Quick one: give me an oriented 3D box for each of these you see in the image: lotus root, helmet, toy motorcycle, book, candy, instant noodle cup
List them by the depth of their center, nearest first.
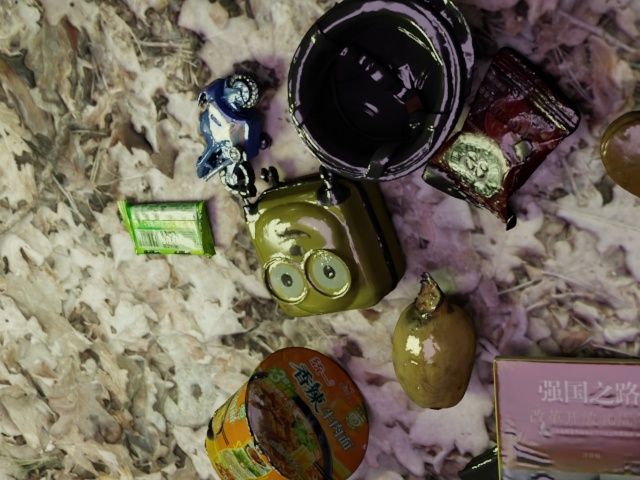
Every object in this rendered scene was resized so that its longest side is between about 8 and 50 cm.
[{"bbox_3d":[0.094,-0.217,1.586,0.230,0.160,0.278,37,111,8],"label":"helmet"},{"bbox_3d":[0.389,0.346,1.719,0.263,0.028,0.373,0,105,19],"label":"book"},{"bbox_3d":[0.167,0.153,1.757,0.125,0.118,0.220,3,119,9],"label":"lotus root"},{"bbox_3d":[-0.140,-0.168,1.798,0.114,0.076,0.205,25,126,27],"label":"toy motorcycle"},{"bbox_3d":[-0.066,0.306,1.908,0.230,0.230,0.182,52,137,-3],"label":"instant noodle cup"},{"bbox_3d":[-0.251,-0.020,1.954,0.178,0.032,0.102,0,110,31],"label":"candy"}]

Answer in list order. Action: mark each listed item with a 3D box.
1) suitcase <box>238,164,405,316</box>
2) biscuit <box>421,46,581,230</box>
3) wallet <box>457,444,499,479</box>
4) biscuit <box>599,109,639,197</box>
[{"bbox_3d":[0.000,0.000,1.754,0.194,0.143,0.234,-11,108,33],"label":"suitcase"},{"bbox_3d":[0.243,-0.125,1.608,0.151,0.063,0.235,43,132,18],"label":"biscuit"},{"bbox_3d":[0.408,0.464,1.804,0.228,0.062,0.406,-36,93,36],"label":"wallet"},{"bbox_3d":[0.552,-0.139,1.367,0.368,0.076,0.394,25,121,-2],"label":"biscuit"}]
